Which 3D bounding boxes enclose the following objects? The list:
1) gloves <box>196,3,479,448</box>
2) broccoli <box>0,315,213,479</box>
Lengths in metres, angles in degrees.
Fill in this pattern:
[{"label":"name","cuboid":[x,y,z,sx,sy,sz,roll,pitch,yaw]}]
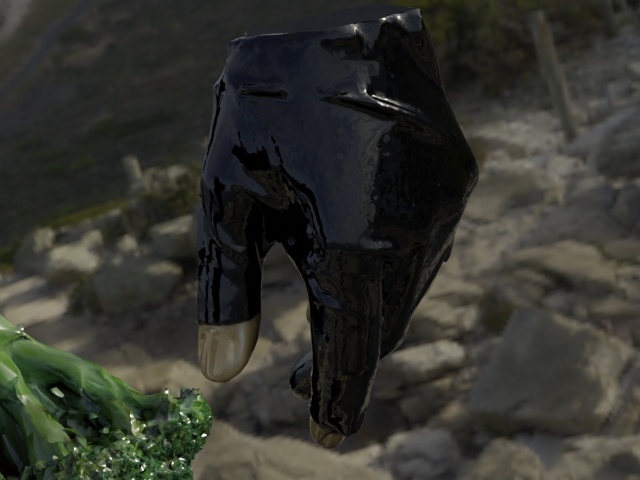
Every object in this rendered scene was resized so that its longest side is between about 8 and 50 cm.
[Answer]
[{"label":"gloves","cuboid":[0.004,-0.002,0.979,0.197,0.301,0.152,-15,36,-28]},{"label":"broccoli","cuboid":[-0.253,0.202,1.319,0.307,0.275,0.308,-28,18,10]}]
